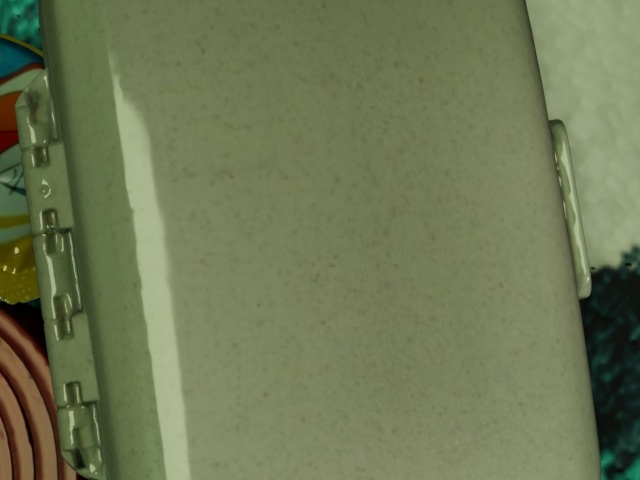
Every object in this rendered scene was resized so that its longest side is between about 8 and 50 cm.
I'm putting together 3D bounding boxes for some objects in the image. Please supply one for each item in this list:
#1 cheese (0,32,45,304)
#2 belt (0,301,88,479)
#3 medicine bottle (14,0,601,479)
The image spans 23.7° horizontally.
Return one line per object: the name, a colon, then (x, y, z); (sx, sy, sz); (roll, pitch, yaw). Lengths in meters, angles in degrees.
cheese: (-0.209, -0.079, 0.825); (0.177, 0.069, 0.270); (-20, 67, -37)
belt: (-0.245, 0.173, 0.807); (0.227, 0.115, 0.323); (36, 90, 8)
medicine bottle: (0.000, 0.000, 0.771); (0.282, 0.123, 0.375); (-7, 84, -20)
